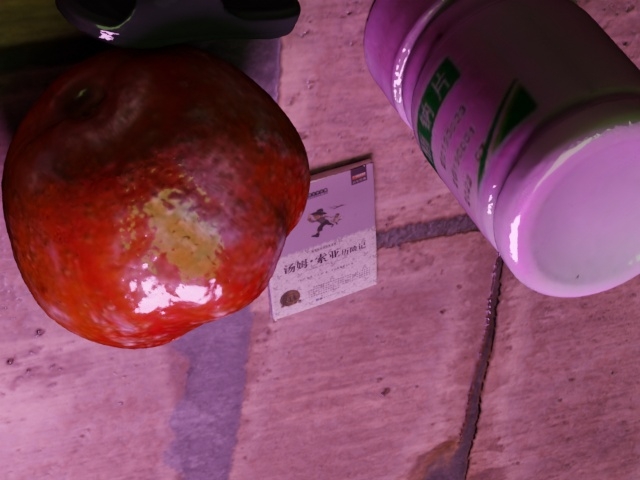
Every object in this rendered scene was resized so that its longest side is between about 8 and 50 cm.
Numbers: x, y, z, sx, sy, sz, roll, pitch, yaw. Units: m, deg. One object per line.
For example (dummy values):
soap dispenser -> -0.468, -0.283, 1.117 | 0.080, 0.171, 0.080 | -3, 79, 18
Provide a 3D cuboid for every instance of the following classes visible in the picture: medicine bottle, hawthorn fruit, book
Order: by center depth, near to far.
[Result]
hawthorn fruit -> -0.151, -0.044, 1.803 | 0.284, 0.284, 0.284 | -16, 134, -17
medicine bottle -> 0.195, -0.122, 1.869 | 0.212, 0.325, 0.212 | -16, 135, -17
book -> 0.000, 0.000, 2.086 | 0.127, 0.014, 0.181 | -17, 134, -15

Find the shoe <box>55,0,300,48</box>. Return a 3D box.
shoe -> -0.120, -0.234, 1.753 | 0.241, 0.108, 0.093 | -5, 128, -35
